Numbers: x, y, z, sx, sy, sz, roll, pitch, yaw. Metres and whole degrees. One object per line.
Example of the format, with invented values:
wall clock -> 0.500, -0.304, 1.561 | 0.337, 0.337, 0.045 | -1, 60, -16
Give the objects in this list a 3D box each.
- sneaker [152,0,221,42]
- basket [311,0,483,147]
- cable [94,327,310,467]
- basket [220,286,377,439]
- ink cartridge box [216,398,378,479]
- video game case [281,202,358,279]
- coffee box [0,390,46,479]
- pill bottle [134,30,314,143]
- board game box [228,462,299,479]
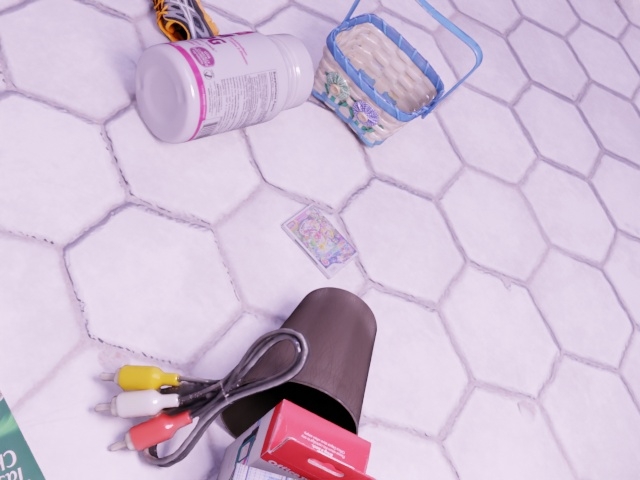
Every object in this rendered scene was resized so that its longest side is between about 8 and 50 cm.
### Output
sneaker -> -0.263, -0.416, 1.495 | 0.083, 0.084, 0.215 | -30, 79, -38
basket -> 0.134, -0.329, 1.549 | 0.255, 0.289, 0.201 | 43, 41, 4
cable -> -0.146, 0.201, 1.050 | 0.072, 0.287, 0.140 | 28, 46, -69
basket -> -0.008, 0.182, 1.190 | 0.227, 0.204, 0.154 | -58, 134, -50
ink cartridge box -> -0.029, 0.285, 1.054 | 0.134, 0.231, 0.078 | 29, 48, -14
video game case -> 0.000, 0.000, 1.425 | 0.122, 0.011, 0.087 | 48, 46, 4
coffee box -> -0.399, 0.255, 0.964 | 0.113, 0.040, 0.184 | -19, 71, -41
pill bottle -> -0.156, -0.268, 1.407 | 0.283, 0.160, 0.160 | -22, 73, -42
board game box -> -0.082, 0.352, 1.032 | 0.194, 0.194, 0.060 | 16, 50, -6
